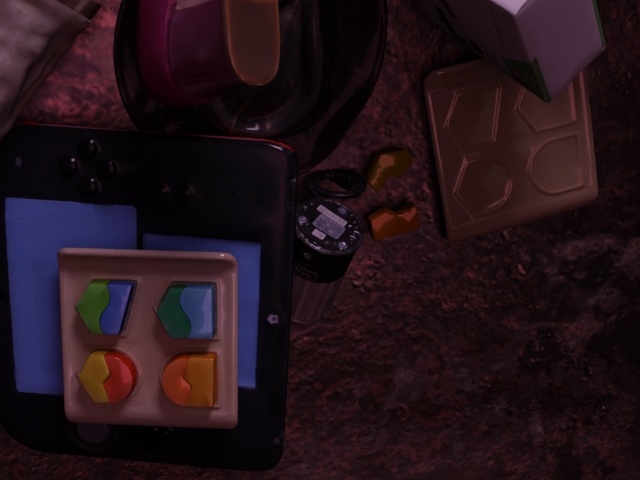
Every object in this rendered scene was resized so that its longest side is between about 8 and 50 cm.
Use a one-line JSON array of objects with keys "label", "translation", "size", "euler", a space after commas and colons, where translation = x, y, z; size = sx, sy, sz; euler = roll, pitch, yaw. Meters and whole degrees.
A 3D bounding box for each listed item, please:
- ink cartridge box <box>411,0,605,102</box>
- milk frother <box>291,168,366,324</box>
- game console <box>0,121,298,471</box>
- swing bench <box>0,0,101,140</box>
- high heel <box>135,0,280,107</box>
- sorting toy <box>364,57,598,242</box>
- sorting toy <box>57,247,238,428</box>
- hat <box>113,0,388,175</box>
[{"label": "ink cartridge box", "translation": [0.172, -0.265, 0.804], "size": [0.092, 0.219, 0.160], "euler": [-45, 145, 3]}, {"label": "milk frother", "translation": [0.000, 0.000, 0.934], "size": [0.143, 0.129, 0.135], "euler": [-27, 153, -36]}, {"label": "game console", "translation": [-0.202, 0.069, 0.867], "size": [0.341, 0.060, 0.387], "euler": [6, 106, 7]}, {"label": "swing bench", "translation": [-0.389, -0.202, 0.719], "size": [0.254, 0.165, 0.253], "euler": [37, 94, -4]}, {"label": "high heel", "translation": [-0.122, -0.313, 0.698], "size": [0.127, 0.181, 0.378], "euler": [1, 92, -44]}, {"label": "sorting toy", "translation": [0.195, -0.113, 0.974], "size": [0.307, 0.041, 0.229], "euler": [-15, 113, -8]}, {"label": "sorting toy", "translation": [-0.185, 0.111, 0.836], "size": [0.192, 0.038, 0.208], "euler": [2, 105, 2]}, {"label": "hat", "translation": [-0.064, -0.209, 0.836], "size": [0.331, 0.134, 0.332], "euler": [-3, 106, -11]}]
